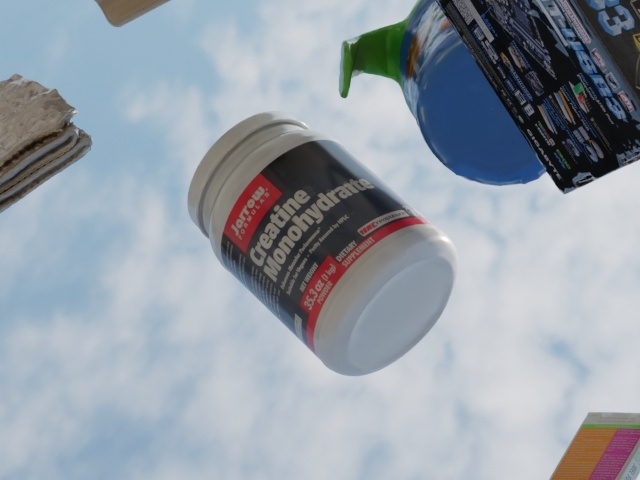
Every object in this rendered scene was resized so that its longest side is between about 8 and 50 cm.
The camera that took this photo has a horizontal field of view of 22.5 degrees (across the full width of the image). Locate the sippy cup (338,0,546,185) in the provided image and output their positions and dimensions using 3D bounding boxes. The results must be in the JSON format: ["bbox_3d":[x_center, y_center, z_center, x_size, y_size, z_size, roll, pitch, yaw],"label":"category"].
[{"bbox_3d":[0.188,-0.163,1.661,0.305,0.240,0.224,-28,-166,15],"label":"sippy cup"}]

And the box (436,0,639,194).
[{"bbox_3d":[0.173,-0.189,1.258,0.073,0.295,0.293,-33,178,-9],"label":"box"}]

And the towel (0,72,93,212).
[{"bbox_3d":[-0.320,-0.076,1.476,0.187,0.049,0.282,-35,-156,-14],"label":"towel"}]

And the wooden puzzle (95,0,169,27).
[{"bbox_3d":[-0.255,-0.409,1.739,0.322,0.348,0.080,-17,-141,49],"label":"wooden puzzle"}]

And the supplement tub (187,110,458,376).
[{"bbox_3d":[0.000,0.000,1.757,0.191,0.191,0.272,-46,-121,-4],"label":"supplement tub"}]

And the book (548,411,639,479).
[{"bbox_3d":[0.283,0.236,1.640,0.096,0.035,0.144,-13,-148,54],"label":"book"}]
